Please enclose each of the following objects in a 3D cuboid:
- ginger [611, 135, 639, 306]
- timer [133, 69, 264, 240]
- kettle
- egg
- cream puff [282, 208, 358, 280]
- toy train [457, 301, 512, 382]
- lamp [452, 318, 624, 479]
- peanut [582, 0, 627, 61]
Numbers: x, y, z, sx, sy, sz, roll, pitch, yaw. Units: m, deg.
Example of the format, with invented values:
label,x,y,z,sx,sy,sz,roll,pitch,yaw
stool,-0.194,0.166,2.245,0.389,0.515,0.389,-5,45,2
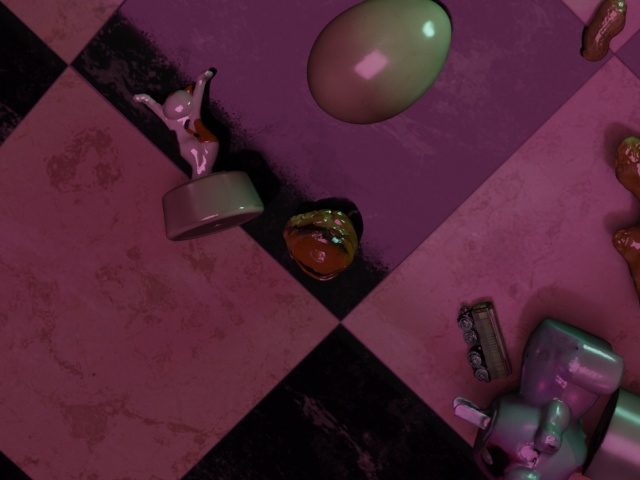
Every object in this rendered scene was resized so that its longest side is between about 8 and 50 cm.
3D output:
label,x,y,z,sx,sy,sz,roll,pitch,yaw
ginger,0.580,-0.060,1.824,0.236,0.166,0.376,22,96,-32
timer,-0.216,-0.149,1.935,0.175,0.175,0.266,-18,85,11
kettle,0.592,0.388,1.932,0.255,0.165,0.240,21,149,9
egg,0.096,-0.297,1.820,0.253,0.188,0.189,-33,98,11
cream puff,0.000,0.000,1.950,0.133,0.104,0.119,19,138,10
toy train,0.291,0.183,1.992,0.070,0.038,0.148,-15,102,11
lamp,0.361,0.285,1.914,0.247,0.247,0.301,24,98,-2
peanut,0.464,-0.345,1.833,0.053,0.054,0.113,26,108,0
